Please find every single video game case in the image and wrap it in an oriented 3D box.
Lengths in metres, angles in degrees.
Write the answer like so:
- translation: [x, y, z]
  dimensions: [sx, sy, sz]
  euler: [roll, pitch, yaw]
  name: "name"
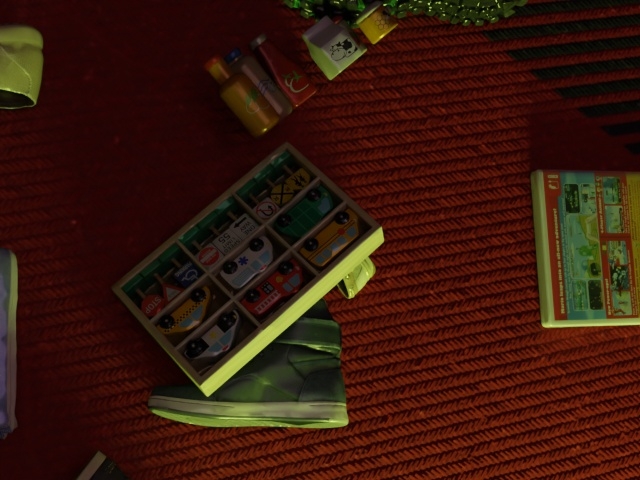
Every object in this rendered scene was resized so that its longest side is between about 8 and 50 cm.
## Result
- translation: [0.414, 0.009, 1.573]
  dimensions: [0.285, 0.025, 0.204]
  euler: [0, 82, -19]
  name: "video game case"

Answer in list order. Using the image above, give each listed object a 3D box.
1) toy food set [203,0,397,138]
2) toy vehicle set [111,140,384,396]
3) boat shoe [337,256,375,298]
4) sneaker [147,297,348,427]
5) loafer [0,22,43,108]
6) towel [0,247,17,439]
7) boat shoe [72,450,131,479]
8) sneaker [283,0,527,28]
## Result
- translation: [-0.029, -0.223, 1.409]
  dimensions: [0.232, 0.111, 0.104]
  euler: [-41, 96, -15]
  name: "toy food set"
- translation: [-0.081, 0.026, 1.334]
  dimensions: [0.267, 0.035, 0.166]
  euler: [-41, 63, -13]
  name: "toy vehicle set"
- translation: [0.000, 0.001, 1.416]
  dimensions: [0.153, 0.056, 0.048]
  euler: [48, 65, -14]
  name: "boat shoe"
- translation: [-0.082, 0.128, 1.352]
  dimensions: [0.226, 0.086, 0.164]
  euler: [2, 76, -14]
  name: "sneaker"
- translation: [-0.419, -0.166, 1.272]
  dimensions: [0.268, 0.102, 0.092]
  euler: [-15, 81, -21]
  name: "loafer"
- translation: [-0.430, 0.095, 1.200]
  dimensions: [0.285, 0.034, 0.209]
  euler: [9, 76, -45]
  name: "towel"
- translation: [-0.271, 0.323, 1.261]
  dimensions: [0.065, 0.075, 0.206]
  euler: [37, 67, -7]
  name: "boat shoe"
- translation: [0.087, -0.353, 1.480]
  dimensions: [0.343, 0.134, 0.146]
  euler: [0, 62, -18]
  name: "sneaker"
